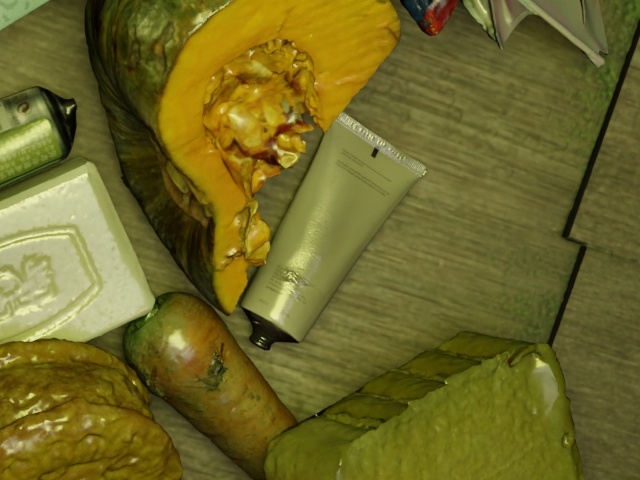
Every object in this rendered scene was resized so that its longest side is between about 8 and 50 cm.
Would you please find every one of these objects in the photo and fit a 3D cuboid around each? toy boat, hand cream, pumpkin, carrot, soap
[{"bbox_3d":[0.124,-0.236,1.145,0.318,0.072,0.219,-3,80,-52],"label":"toy boat"},{"bbox_3d":[0.000,0.000,1.224,0.087,0.054,0.186,33,83,-14],"label":"hand cream"},{"bbox_3d":[-0.280,-0.048,1.133,0.235,0.055,0.086,-23,75,-9],"label":"hand cream"},{"bbox_3d":[-0.047,-0.109,1.097,0.190,0.139,0.280,-30,142,-16],"label":"pumpkin"},{"bbox_3d":[-0.036,0.155,1.232,0.078,0.078,0.298,-44,113,-5],"label":"carrot"},{"bbox_3d":[-0.225,0.030,1.156,0.183,0.064,0.121,-25,106,-9],"label":"soap"}]

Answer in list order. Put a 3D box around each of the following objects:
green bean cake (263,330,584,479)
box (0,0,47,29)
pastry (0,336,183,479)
[{"bbox_3d":[0.083,0.206,1.212,0.236,0.124,0.233,-26,109,-32],"label":"green bean cake"},{"bbox_3d":[-0.205,-0.242,1.079,0.227,0.130,0.162,-34,122,-9],"label":"box"},{"bbox_3d":[-0.195,0.158,1.135,0.188,0.103,0.189,-17,136,-17],"label":"pastry"}]
